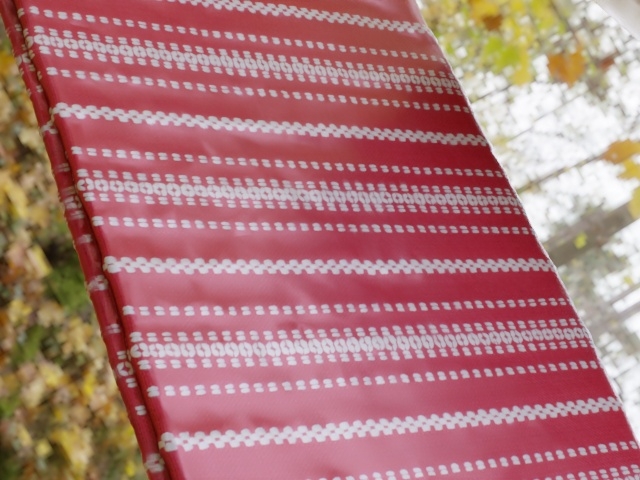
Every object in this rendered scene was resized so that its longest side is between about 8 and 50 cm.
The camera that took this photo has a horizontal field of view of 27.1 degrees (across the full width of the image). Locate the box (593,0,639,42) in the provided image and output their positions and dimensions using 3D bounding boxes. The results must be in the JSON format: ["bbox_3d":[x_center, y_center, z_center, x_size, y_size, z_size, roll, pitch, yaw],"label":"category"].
[{"bbox_3d":[0.275,-0.074,0.547,0.345,0.168,0.215,43,12,5],"label":"box"}]

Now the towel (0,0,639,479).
[{"bbox_3d":[0.000,0.000,0.467,0.031,0.199,0.275,-50,-128,42],"label":"towel"}]
